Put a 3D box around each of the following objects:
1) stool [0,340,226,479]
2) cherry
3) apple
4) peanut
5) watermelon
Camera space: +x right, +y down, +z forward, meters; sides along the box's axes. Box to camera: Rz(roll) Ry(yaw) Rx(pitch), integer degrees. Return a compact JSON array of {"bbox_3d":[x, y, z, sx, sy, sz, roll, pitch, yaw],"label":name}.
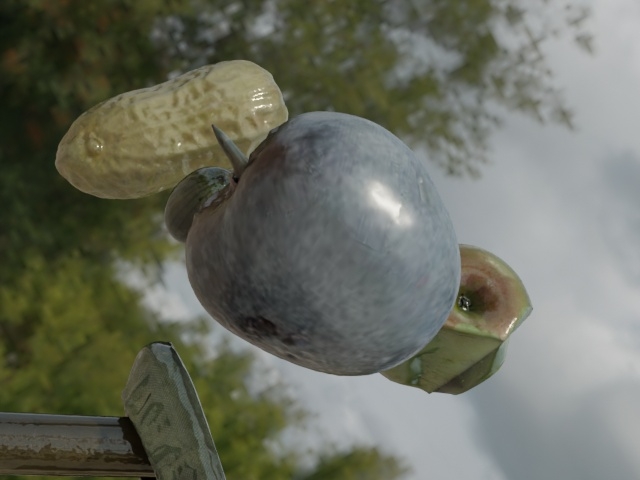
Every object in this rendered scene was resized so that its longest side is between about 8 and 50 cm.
[{"bbox_3d":[-0.197,0.295,1.695,0.310,0.226,0.310,97,-23,-51],"label":"stool"},{"bbox_3d":[0.000,0.000,1.762,0.296,0.255,0.218,38,33,-12],"label":"cherry"},{"bbox_3d":[0.149,0.087,2.208,0.188,0.207,0.173,121,-36,-49],"label":"apple"},{"bbox_3d":[-0.199,-0.140,2.449,0.152,0.313,0.152,159,-90,-78],"label":"peanut"},{"bbox_3d":[-0.127,-0.038,2.030,0.111,0.078,0.078,-40,-105,43],"label":"watermelon"}]
